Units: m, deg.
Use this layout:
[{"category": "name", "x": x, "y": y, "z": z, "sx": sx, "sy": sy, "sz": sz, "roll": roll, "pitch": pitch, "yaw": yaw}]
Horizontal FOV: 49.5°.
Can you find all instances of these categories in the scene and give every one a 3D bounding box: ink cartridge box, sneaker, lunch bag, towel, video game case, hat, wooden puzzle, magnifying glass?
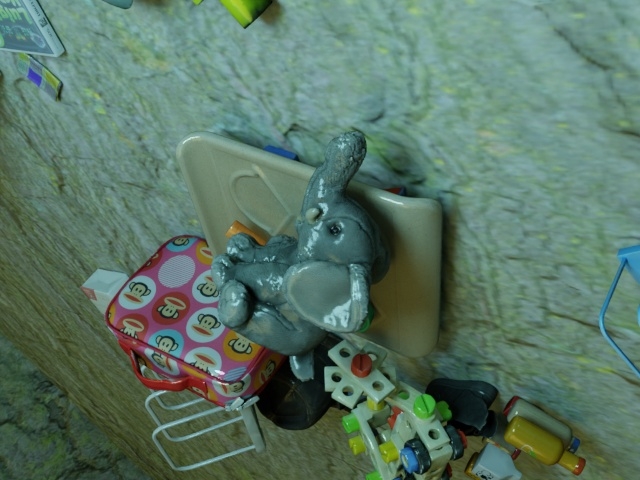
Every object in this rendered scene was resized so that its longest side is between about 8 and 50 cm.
[{"category": "ink cartridge box", "x": -0.448, "y": 0.161, "z": 1.603, "sx": 0.115, "sy": 0.067, "sz": 0.198, "roll": 8, "pitch": 137, "yaw": 40}, {"category": "sneaker", "x": 0.208, "y": 0.259, "z": 1.060, "sx": 0.051, "sy": 0.089, "sz": 0.170, "roll": 47, "pitch": 147, "yaw": -17}, {"category": "lunch bag", "x": -0.196, "y": 0.139, "z": 1.136, "sx": 0.293, "sy": 0.258, "sz": 0.120, "roll": 23, "pitch": 146, "yaw": 23}, {"category": "towel", "x": -0.441, "y": -0.258, "z": 1.087, "sx": 0.083, "sy": 0.009, "sz": 0.060, "roll": 42, "pitch": 150, "yaw": -9}, {"category": "video game case", "x": -0.470, "y": -0.346, "z": 0.986, "sx": 0.190, "sy": 0.022, "sz": 0.173, "roll": 15, "pitch": 143, "yaw": 32}, {"category": "hat", "x": -0.045, "y": 0.275, "z": 1.294, "sx": 0.331, "sy": 0.134, "sz": 0.331, "roll": 25, "pitch": 147, "yaw": 17}, {"category": "wooden puzzle", "x": 0.000, "y": 0.000, "z": 0.940, "sx": 0.347, "sy": 0.081, "sz": 0.322, "roll": 17, "pitch": 145, "yaw": 21}, {"category": "magnifying glass", "x": -0.027, "y": 0.050, "z": 0.931, "sx": 0.231, "sy": 0.026, "sz": 0.092, "roll": 38, "pitch": 147, "yaw": -8}]

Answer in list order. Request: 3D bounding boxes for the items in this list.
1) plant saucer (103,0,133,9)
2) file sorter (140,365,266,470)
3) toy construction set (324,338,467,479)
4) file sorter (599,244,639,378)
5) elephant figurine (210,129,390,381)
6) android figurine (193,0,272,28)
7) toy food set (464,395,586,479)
[{"category": "plant saucer", "x": -0.261, "y": -0.328, "z": 0.721, "sx": 0.195, "sy": 0.037, "sz": 0.195, "roll": 48, "pitch": 158, "yaw": 27}, {"category": "file sorter", "x": -0.225, "y": 0.246, "z": 1.260, "sx": 0.193, "sy": 0.172, "sz": 0.278, "roll": 81, "pitch": 169, "yaw": -50}, {"category": "toy construction set", "x": 0.110, "y": 0.273, "z": 1.052, "sx": 0.215, "sy": 0.151, "sz": 0.328, "roll": 60, "pitch": 173, "yaw": 36}, {"category": "file sorter", "x": 0.365, "y": 0.067, "z": 0.631, "sx": 0.118, "sy": 0.104, "sz": 0.170, "roll": 45, "pitch": 148, "yaw": -16}, {"category": "elephant figurine", "x": 0.005, "y": 0.028, "z": 0.767, "sx": 0.239, "sy": 0.170, "sz": 0.186, "roll": -27, "pitch": 143, "yaw": 32}, {"category": "android figurine", "x": -0.132, "y": -0.330, "z": 0.642, "sx": 0.273, "sy": 0.056, "sz": 0.248, "roll": 46, "pitch": 148, "yaw": -19}, {"category": "toy food set", "x": 0.299, "y": 0.306, "z": 1.010, "sx": 0.104, "sy": 0.111, "sz": 0.232, "roll": 30, "pitch": 146, "yaw": 12}]
